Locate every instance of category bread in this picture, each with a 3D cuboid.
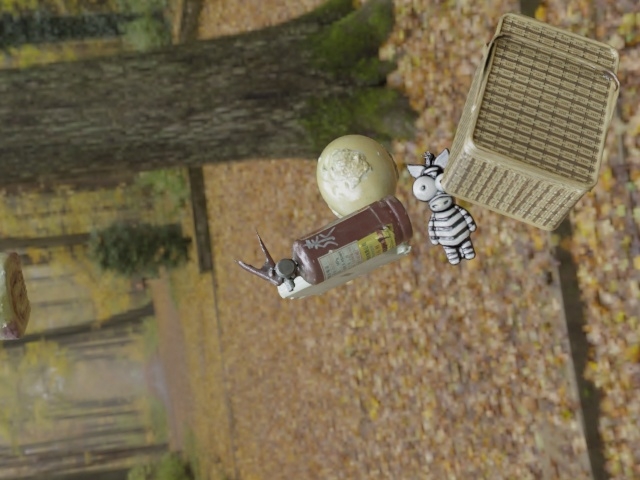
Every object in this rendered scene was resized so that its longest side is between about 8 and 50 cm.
[{"bbox_3d":[-0.775,0.116,1.964,0.155,0.339,0.187,-85,-6,-58],"label":"bread"}]

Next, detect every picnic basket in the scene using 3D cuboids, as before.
[{"bbox_3d":[0.357,-0.211,1.615,0.175,0.228,0.312,110,180,-63],"label":"picnic basket"}]

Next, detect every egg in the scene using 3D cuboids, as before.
[{"bbox_3d":[0.075,-0.124,1.904,0.201,0.164,0.164,-114,20,-49],"label":"egg"}]

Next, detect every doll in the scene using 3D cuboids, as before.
[{"bbox_3d":[0.228,-0.063,1.782,0.067,0.091,0.219,-2,-108,-75],"label":"doll"}]

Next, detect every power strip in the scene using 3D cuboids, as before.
[{"bbox_3d":[0.040,0.046,1.748,0.270,0.118,0.046,-26,74,39],"label":"power strip"}]

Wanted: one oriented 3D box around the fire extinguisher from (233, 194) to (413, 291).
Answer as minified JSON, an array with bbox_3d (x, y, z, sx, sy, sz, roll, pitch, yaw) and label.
[{"bbox_3d":[0.002,0.006,1.409,0.106,0.252,0.075,58,169,35],"label":"fire extinguisher"}]
